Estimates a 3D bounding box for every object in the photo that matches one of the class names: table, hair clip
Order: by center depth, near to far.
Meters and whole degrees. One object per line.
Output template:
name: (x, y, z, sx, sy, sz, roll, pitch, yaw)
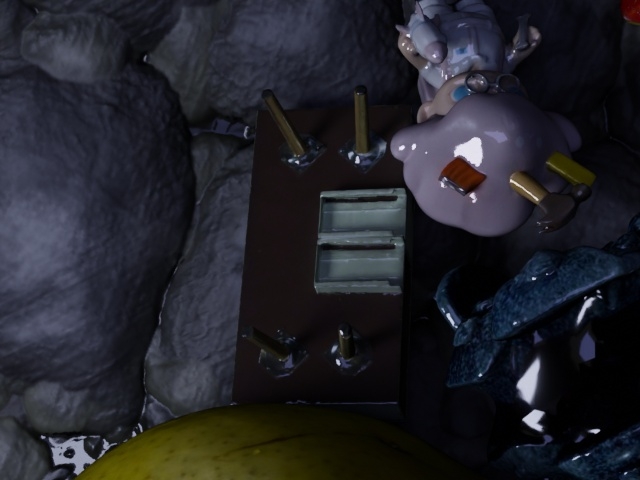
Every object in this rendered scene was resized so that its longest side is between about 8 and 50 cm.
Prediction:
hair clip: (0.199, 0.062, 1.044, 0.206, 0.310, 0.194, -36, 79, 38)
table: (0.000, 0.000, 1.113, 0.121, 0.111, 0.240, -2, 63, 11)

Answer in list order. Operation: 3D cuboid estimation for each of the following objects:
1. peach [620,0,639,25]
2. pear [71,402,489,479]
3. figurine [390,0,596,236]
peach: (0.263, -0.174, 1.143, 0.077, 0.050, 0.083, -32, 86, 10)
pear: (-0.020, 0.282, 1.026, 0.418, 0.362, 0.362, -5, 87, -11)
figurine: (0.113, -0.085, 1.121, 0.137, 0.112, 0.229, 0, 57, -18)
